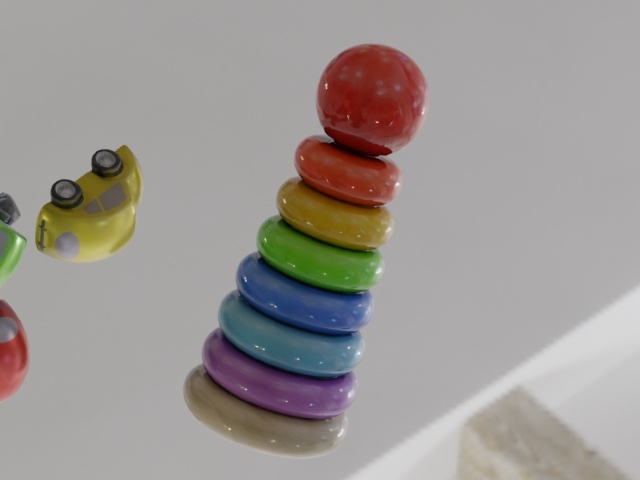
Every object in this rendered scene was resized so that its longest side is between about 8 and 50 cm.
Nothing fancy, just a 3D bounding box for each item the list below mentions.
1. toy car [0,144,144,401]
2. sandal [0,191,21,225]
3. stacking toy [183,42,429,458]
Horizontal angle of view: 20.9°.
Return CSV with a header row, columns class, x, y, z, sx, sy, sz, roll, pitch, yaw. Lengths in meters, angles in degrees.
class,x,y,z,sx,sy,sz,roll,pitch,yaw
toy car,-0.209,0.022,1.164,0.053,0.225,0.239,35,-94,16
sandal,-0.414,0.117,1.439,0.446,0.107,0.167,-43,-161,-30
stacking toy,0.000,0.000,1.384,0.141,0.330,0.141,17,-167,-4
